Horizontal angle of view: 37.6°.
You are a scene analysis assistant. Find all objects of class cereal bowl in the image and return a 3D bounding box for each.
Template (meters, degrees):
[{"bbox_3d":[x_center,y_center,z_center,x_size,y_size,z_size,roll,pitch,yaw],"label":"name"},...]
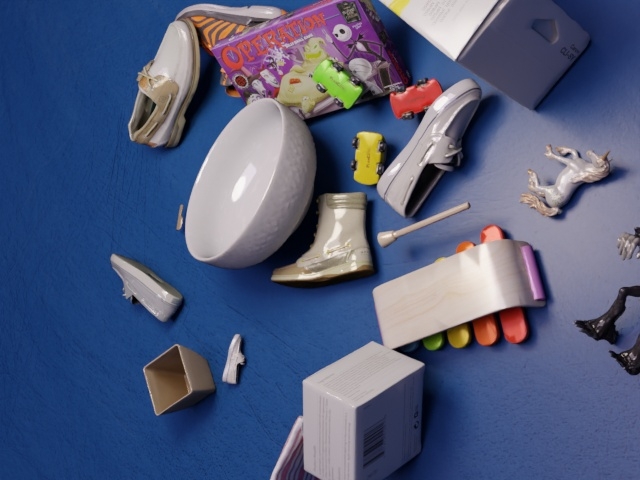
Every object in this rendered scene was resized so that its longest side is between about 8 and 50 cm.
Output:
[{"bbox_3d":[-0.116,-0.094,1.814,0.339,0.141,0.339,-36,40,38],"label":"cereal bowl"}]

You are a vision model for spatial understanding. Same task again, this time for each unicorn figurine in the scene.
[{"bbox_3d":[0.397,-0.106,1.509,0.111,0.060,0.162,46,124,35],"label":"unicorn figurine"}]

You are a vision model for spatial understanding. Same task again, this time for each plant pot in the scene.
[{"bbox_3d":[-0.278,0.285,1.912,0.109,0.096,0.109,-36,61,26],"label":"plant pot"}]

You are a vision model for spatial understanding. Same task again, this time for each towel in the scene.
[{"bbox_3d":[-0.005,0.369,1.617,0.029,0.197,0.144,25,96,35],"label":"towel"}]

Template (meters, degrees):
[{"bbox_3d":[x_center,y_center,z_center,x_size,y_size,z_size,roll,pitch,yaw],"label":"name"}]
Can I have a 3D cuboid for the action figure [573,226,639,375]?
[{"bbox_3d":[0.498,0.061,1.335,0.275,0.141,0.164,-53,52,20],"label":"action figure"}]

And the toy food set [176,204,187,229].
[{"bbox_3d":[-0.252,-0.045,2.017,0.122,0.019,0.078,5,83,31],"label":"toy food set"}]

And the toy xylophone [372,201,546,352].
[{"bbox_3d":[0.213,0.072,1.588,0.323,0.081,0.236,-15,71,35],"label":"toy xylophone"}]

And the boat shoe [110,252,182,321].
[{"bbox_3d":[-0.396,0.104,2.055,0.227,0.079,0.081,32,96,35],"label":"boat shoe"}]

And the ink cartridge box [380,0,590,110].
[{"bbox_3d":[0.219,-0.412,1.565,0.160,0.279,0.384,-53,54,17],"label":"ink cartridge box"}]

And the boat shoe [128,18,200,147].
[{"bbox_3d":[-0.338,-0.331,2.024,0.113,0.103,0.302,48,132,41],"label":"boat shoe"}]

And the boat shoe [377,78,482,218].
[{"bbox_3d":[0.204,-0.155,1.641,0.267,0.096,0.088,-51,59,19],"label":"boat shoe"}]

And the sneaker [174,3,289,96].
[{"bbox_3d":[-0.203,-0.397,1.989,0.321,0.125,0.180,8,84,39],"label":"sneaker"}]

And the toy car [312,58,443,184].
[{"bbox_3d":[0.085,-0.251,1.728,0.225,0.053,0.239,41,112,6],"label":"toy car"}]

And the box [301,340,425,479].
[{"bbox_3d":[0.071,0.291,1.549,0.119,0.182,0.181,21,121,39],"label":"box"}]

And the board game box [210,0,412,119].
[{"bbox_3d":[-0.022,-0.338,1.796,0.347,0.208,0.056,-12,30,36],"label":"board game box"}]

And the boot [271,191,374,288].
[{"bbox_3d":[0.000,0.000,1.774,0.213,0.077,0.165,-12,73,30],"label":"boot"}]

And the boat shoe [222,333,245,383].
[{"bbox_3d":[-0.167,0.238,1.881,0.035,0.035,0.100,13,83,12],"label":"boat shoe"}]
